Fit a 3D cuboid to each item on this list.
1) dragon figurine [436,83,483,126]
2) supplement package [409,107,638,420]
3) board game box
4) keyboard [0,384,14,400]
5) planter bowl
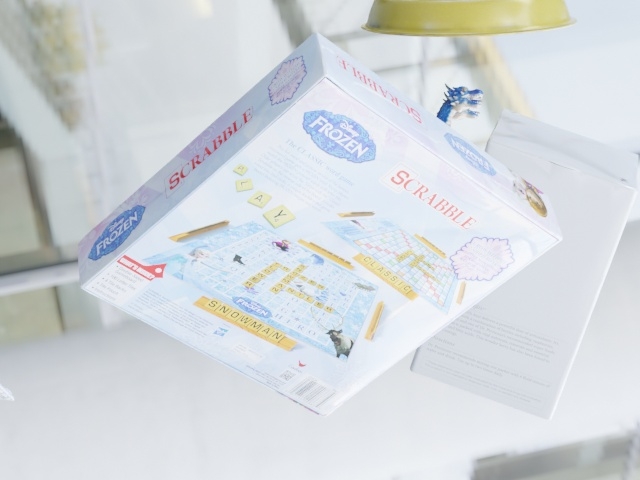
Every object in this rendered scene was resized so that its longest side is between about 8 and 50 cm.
[{"bbox_3d":[0.111,-0.132,2.535,0.085,0.289,0.144,50,26,-59],"label":"dragon figurine"},{"bbox_3d":[0.238,0.024,2.023,0.175,0.177,0.293,-56,165,-70],"label":"supplement package"},{"bbox_3d":[0.000,0.000,1.602,0.318,0.319,0.066,-38,-140,25],"label":"board game box"},{"bbox_3d":[-0.514,0.177,2.249,0.072,0.256,0.014,50,49,-53],"label":"keyboard"},{"bbox_3d":[0.147,-0.259,1.744,0.217,0.217,0.090,-141,-133,-72],"label":"planter bowl"}]
